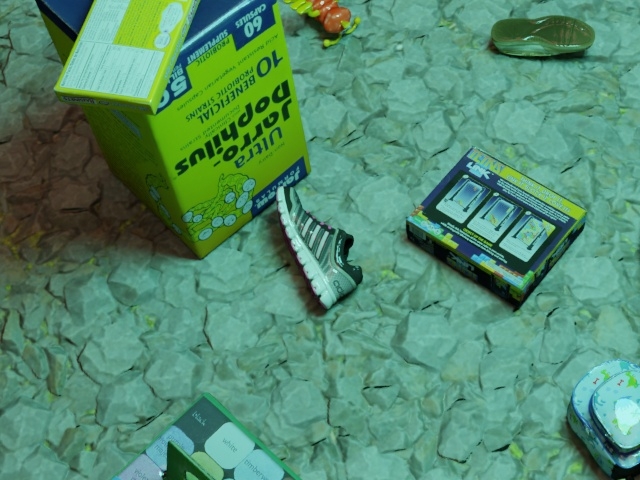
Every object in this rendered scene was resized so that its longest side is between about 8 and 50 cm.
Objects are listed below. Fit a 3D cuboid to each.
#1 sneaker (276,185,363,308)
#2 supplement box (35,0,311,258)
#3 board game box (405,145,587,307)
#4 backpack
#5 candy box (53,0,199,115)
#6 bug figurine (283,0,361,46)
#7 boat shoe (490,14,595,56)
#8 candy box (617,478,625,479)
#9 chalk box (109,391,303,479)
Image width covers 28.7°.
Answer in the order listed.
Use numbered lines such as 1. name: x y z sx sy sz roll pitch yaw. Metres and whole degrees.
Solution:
1. sneaker: 0.000 0.000 1.526 0.075 0.063 0.170 -23 64 -7
2. supplement box: -0.161 -0.178 1.480 0.194 0.356 0.195 -39 62 -15
3. board game box: 0.212 -0.019 1.519 0.170 0.048 0.141 34 66 24
4. backpack: 0.329 0.187 1.357 0.105 0.084 0.114 -30 57 -14
5. candy box: -0.188 -0.221 1.283 0.105 0.027 0.205 8 60 15
6. bug figurine: 0.059 -0.399 1.757 0.279 0.072 0.216 -34 54 -8
7. boat shoe: 0.296 -0.268 1.662 0.135 0.045 0.050 7 70 14
8. candy box: 0.242 0.325 1.301 0.187 0.053 0.109 -12 58 -2
9. chalk box: -0.106 0.290 1.225 0.179 0.289 0.180 -42 63 -18
